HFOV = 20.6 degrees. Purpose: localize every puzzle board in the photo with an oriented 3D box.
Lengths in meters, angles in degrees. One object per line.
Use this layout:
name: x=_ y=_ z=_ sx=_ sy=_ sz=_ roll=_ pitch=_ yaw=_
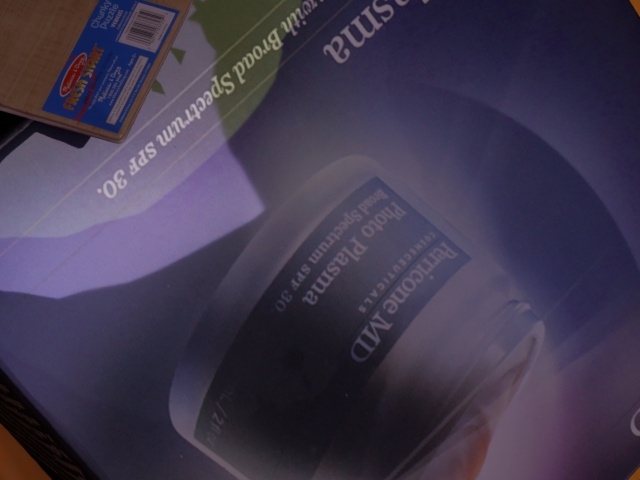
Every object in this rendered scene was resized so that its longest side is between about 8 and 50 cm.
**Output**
puzzle board: x=-0.087 y=-0.098 z=0.619 sx=0.096 sy=0.011 sz=0.128 roll=17 pitch=66 yaw=13

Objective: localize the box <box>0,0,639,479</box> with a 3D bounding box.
box: x=0.000 y=0.000 z=0.747 sx=0.296 sy=0.183 sz=0.294 roll=-45 pitch=115 yaw=-15
